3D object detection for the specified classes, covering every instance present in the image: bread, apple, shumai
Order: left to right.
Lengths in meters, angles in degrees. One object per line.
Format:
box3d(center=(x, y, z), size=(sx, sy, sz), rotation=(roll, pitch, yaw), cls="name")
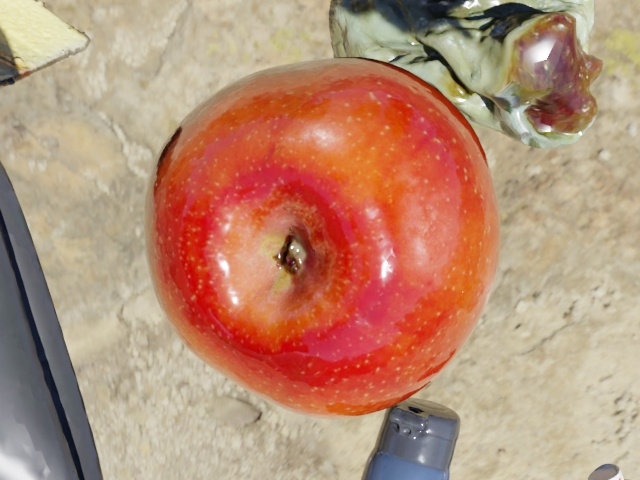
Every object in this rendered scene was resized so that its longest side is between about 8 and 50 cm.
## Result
box3d(center=(-0.368, -0.223, 1.082), size=(0.240, 0.135, 0.178), rotation=(-41, 112, -53), cls="bread")
box3d(center=(0.000, 0.000, 0.789), size=(0.261, 0.216, 0.260), rotation=(2, 98, 12), cls="apple")
box3d(center=(0.124, -0.170, 1.040), size=(0.222, 0.272, 0.203), rotation=(47, 40, -31), cls="shumai")

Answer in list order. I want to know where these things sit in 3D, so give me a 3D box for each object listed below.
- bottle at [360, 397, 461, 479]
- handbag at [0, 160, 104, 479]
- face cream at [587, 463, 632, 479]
box3d(center=(0.055, 0.251, 0.903), size=(0.072, 0.082, 0.244), rotation=(15, 88, 28), cls="bottle")
box3d(center=(-0.277, 0.124, 0.578), size=(0.342, 0.152, 0.288), rotation=(-29, 91, 3), cls="handbag")
box3d(center=(0.327, 0.338, 1.143), size=(0.075, 0.075, 0.229), rotation=(-28, 105, -18), cls="face cream")
